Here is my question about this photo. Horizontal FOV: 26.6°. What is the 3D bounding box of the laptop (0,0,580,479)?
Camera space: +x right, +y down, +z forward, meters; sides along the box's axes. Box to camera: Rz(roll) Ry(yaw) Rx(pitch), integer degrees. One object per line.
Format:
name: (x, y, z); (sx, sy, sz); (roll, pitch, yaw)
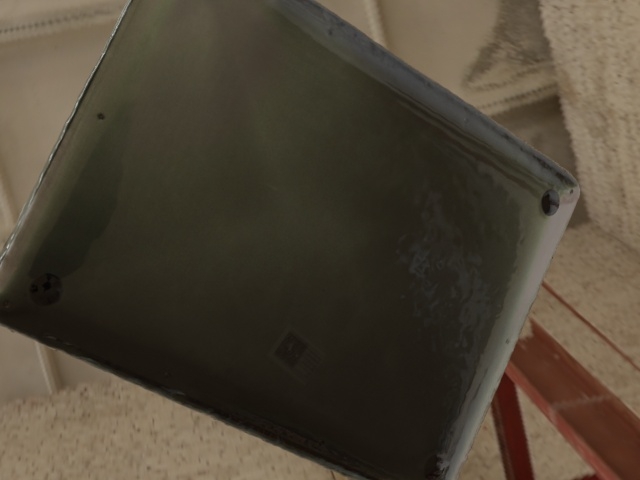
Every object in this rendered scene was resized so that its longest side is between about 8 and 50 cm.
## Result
laptop: (0.000, 0.000, 0.617); (0.269, 0.015, 0.188); (29, -98, -32)
